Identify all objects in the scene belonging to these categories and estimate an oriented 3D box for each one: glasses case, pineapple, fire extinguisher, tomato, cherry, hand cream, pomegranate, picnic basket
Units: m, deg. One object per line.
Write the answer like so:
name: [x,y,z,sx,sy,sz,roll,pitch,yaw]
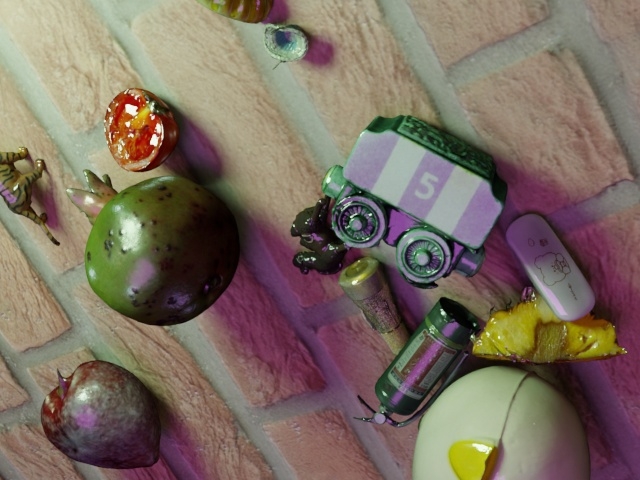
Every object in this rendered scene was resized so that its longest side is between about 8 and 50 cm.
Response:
glasses case: [0.379,0.044,1.531,0.074,0.049,0.193,-32,80,1]
pineapple: [0.382,0.141,1.603,0.250,0.140,0.164,-9,73,8]
fire extinguisher: [0.171,0.244,1.685,0.118,0.093,0.294,37,109,8]
tomato: [-0.312,-0.197,1.671,0.139,0.091,0.159,-49,67,24]
cherry: [-0.462,0.379,1.975,0.300,0.203,0.230,43,117,-15]
hand cream: [0.113,0.127,1.704,0.084,0.084,0.203,-18,118,28]
pomegranate: [-0.316,0.015,1.661,0.324,0.290,0.290,11,121,11]
picnic basket: [-0.061,-0.322,1.510,0.083,0.083,0.065,17,127,14]

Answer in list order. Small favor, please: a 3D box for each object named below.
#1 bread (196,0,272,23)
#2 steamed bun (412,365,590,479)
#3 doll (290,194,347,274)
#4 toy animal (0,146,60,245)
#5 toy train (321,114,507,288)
bread: [-0.163,-0.408,1.497,0.157,0.094,0.083,37,128,8]
steamed bun: [0.316,0.406,1.625,0.334,0.334,0.373,5,117,18]
doll: [0.000,0.000,1.683,0.165,0.057,0.139,-33,105,36]
toy animal: [-0.594,-0.091,1.816,0.114,0.116,0.255,-33,103,33]
toy train: [0.157,-0.070,1.530,0.299,0.167,0.238,29,114,2]
